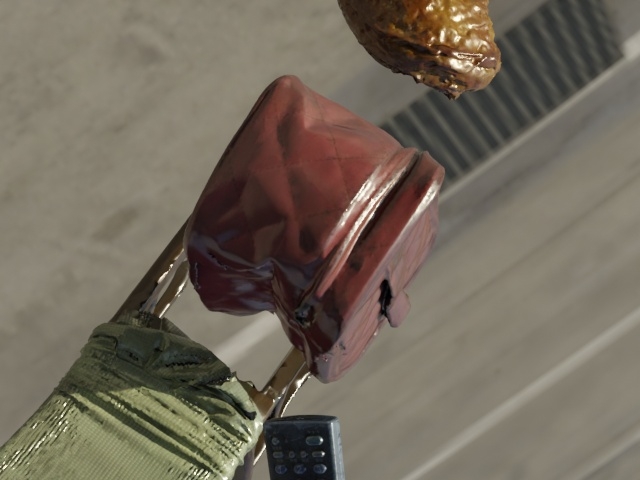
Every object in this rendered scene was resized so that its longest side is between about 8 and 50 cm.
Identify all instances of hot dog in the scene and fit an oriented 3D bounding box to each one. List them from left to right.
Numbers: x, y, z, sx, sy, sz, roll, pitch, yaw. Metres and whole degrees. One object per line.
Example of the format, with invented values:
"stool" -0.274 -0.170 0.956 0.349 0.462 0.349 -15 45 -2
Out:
"hot dog" 0.055 -0.146 0.982 0.065 0.147 0.099 -20 166 37

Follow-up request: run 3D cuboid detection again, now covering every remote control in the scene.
"remote control" -0.002 0.172 0.974 0.043 0.153 0.027 -2 -171 32

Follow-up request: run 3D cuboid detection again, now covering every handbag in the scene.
"handbag" 0.000 0.000 1.117 0.146 0.135 0.225 -58 173 -12

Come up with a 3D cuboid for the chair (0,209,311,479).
"chair" -0.116 0.135 1.276 0.319 0.160 0.186 -56 176 -29
